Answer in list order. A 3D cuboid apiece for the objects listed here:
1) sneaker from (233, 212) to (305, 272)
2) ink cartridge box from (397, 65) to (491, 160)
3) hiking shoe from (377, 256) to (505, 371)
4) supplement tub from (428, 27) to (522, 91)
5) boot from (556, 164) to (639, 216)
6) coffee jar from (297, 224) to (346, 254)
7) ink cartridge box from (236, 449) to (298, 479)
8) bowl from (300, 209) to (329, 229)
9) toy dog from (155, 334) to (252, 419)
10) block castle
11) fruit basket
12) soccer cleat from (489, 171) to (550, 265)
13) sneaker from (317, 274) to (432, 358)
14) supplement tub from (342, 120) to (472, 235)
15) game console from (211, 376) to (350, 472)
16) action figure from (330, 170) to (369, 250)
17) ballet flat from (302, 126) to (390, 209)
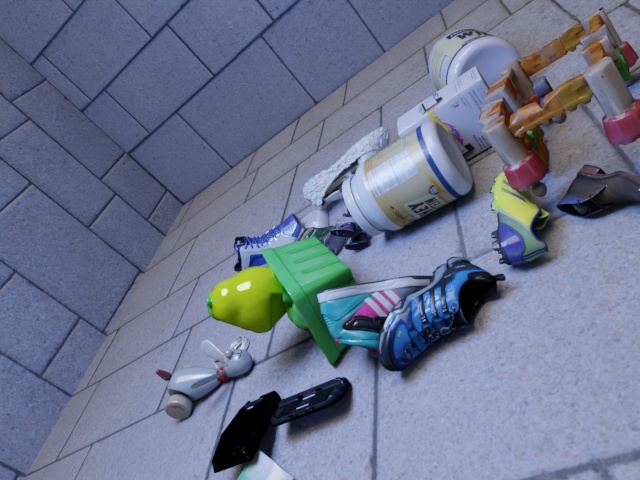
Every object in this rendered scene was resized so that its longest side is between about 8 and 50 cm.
[{"bbox_3d":[-0.210,0.024,1.802,0.315,0.182,0.127,-50,31,12],"label":"sneaker"},{"bbox_3d":[0.397,-0.343,1.483,0.278,0.201,0.117,-31,28,27],"label":"ink cartridge box"},{"bbox_3d":[0.242,0.157,1.042,0.304,0.113,0.132,-48,24,-9],"label":"hiking shoe"},{"bbox_3d":[0.497,-0.568,1.644,0.235,0.235,0.325,-37,26,15],"label":"supplement tub"},{"bbox_3d":[0.566,-0.080,0.983,0.106,0.082,0.219,-51,14,9],"label":"boot"},{"bbox_3d":[0.000,0.000,1.696,0.184,0.079,0.096,0,51,55],"label":"coffee jar"},{"bbox_3d":[-0.121,0.564,1.034,0.181,0.056,0.224,-55,25,-21],"label":"ink cartridge box"},{"bbox_3d":[-0.038,-0.054,1.870,0.142,0.053,0.142,-36,25,21],"label":"bowl"},{"bbox_3d":[-0.380,0.404,1.543,0.333,0.161,0.220,-42,25,4],"label":"toy dog"},{"bbox_3d":[0.563,-0.311,1.138,0.303,0.213,0.453,-27,21,39],"label":"block castle"},{"bbox_3d":[-0.099,0.167,1.337,0.392,0.283,0.392,-23,24,11],"label":"fruit basket"},{"bbox_3d":[0.448,-0.058,1.110,0.121,0.093,0.289,-15,37,29],"label":"soccer cleat"},{"bbox_3d":[0.150,0.181,1.145,0.295,0.179,0.124,-9,-9,-6],"label":"sneaker"},{"bbox_3d":[0.242,-0.167,1.413,0.316,0.228,0.228,-30,28,28],"label":"supplement tub"},{"bbox_3d":[-0.094,0.417,1.173,0.361,0.044,0.213,-29,11,23],"label":"game console"},{"bbox_3d":[0.112,-0.109,1.603,0.099,0.185,0.285,-8,45,24],"label":"action figure"},{"bbox_3d":[0.122,-0.257,1.881,0.409,0.147,0.147,-37,25,6],"label":"ballet flat"}]
